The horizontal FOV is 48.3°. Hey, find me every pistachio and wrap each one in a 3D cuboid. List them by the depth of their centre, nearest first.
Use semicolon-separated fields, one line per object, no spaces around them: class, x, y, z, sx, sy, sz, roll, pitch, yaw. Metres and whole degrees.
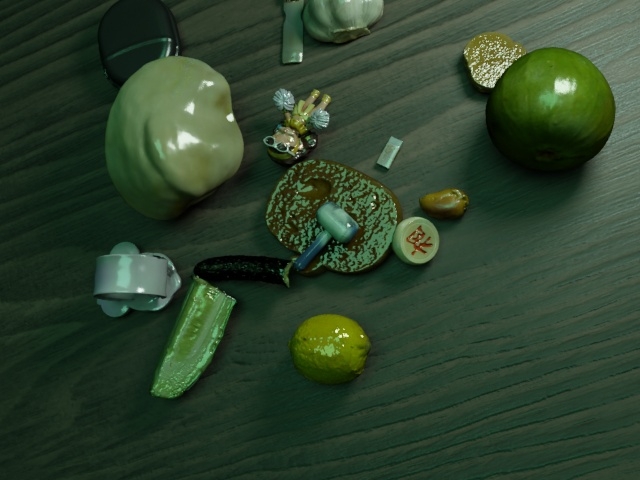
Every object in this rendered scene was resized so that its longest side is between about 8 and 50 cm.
pistachio;-0.388;-0.273;1.913;0.365;0.281;0.445;12;89;-11

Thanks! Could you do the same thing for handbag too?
handbag;-0.541;-0.583;2.114;0.254;0.093;0.308;-19;74;9

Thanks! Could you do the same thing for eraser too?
eraser;0.185;-0.232;1.896;0.038;0.019;0.083;27;86;19

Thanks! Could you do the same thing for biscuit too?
biscuit;0.459;-0.464;1.864;0.170;0.050;0.170;-2;75;6
biscuit;0.026;-0.045;1.875;0.367;0.063;0.314;27;90;19

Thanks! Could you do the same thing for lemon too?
lemon;0.022;0.267;1.750;0.193;0.180;0.180;-10;75;-10

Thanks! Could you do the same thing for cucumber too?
cucumber;-0.342;0.264;1.882;0.145;0.105;0.325;24;84;-9
cucumber;-0.208;0.075;1.885;0.303;0.072;0.081;4;79;27

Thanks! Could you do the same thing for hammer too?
hammer;0.000;0.000;1.811;0.116;0.069;0.194;45;99;18

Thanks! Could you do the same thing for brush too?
brush;-0.080;-0.662;2.042;0.060;0.050;0.321;-1;79;10

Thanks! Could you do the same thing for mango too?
mango;0.314;-0.092;1.812;0.127;0.063;0.077;-2;82;19

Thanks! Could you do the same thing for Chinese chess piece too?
Chinese chess piece;0.239;0.001;1.787;0.122;0.051;0.122;0;90;-22

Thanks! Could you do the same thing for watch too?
watch;-0.516;0.092;1.898;0.248;0.217;0.210;-1;78;13

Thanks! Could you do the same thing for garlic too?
garlic;0.050;-0.649;1.959;0.229;0.143;0.178;-20;76;18

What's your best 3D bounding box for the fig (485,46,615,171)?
fig;0.541;-0.328;1.695;0.316;0.316;0.316;-3;78;13

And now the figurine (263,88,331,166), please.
figurine;-0.059;-0.310;1.924;0.175;0.116;0.240;27;79;18
